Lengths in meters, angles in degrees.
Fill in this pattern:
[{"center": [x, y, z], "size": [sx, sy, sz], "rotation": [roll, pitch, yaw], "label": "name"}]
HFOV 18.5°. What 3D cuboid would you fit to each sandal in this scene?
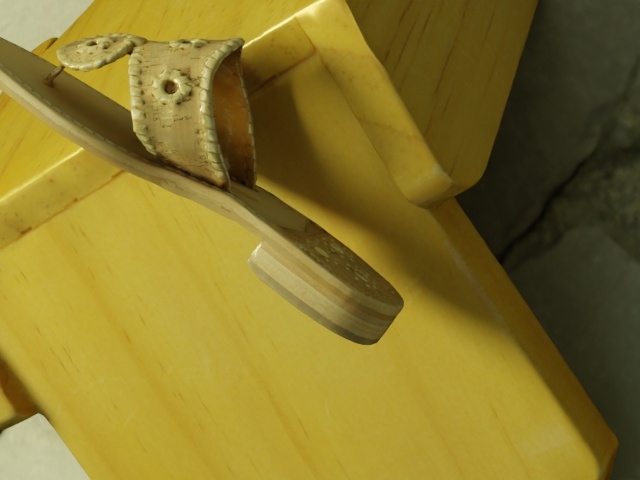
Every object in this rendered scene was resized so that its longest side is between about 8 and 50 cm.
[{"center": [-0.048, -0.054, 0.911], "size": [0.240, 0.088, 0.079], "rotation": [37, 104, 5], "label": "sandal"}]

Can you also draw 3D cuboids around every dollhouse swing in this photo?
[{"center": [0.000, 0.000, 1.104], "size": [0.347, 0.305, 0.315], "rotation": [-29, 25, 35], "label": "dollhouse swing"}]
